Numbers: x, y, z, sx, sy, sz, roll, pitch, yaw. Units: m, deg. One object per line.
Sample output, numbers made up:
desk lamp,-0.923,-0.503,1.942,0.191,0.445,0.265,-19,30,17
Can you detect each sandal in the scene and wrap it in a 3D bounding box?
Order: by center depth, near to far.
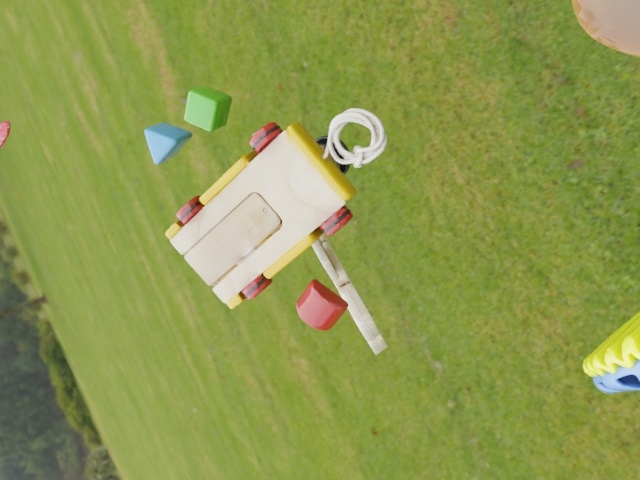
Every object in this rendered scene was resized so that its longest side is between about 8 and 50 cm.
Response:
sandal,0.380,0.125,0.753,0.138,0.126,0.317,51,165,8

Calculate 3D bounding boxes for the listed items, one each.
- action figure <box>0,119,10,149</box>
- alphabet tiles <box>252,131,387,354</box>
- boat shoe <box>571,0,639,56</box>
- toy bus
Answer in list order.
action figure,-0.201,-0.064,0.338,0.038,0.115,0.030,46,114,29
alphabet tiles,0.000,0.000,0.898,0.284,0.021,0.278,60,180,24
boat shoe,0.222,-0.135,0.354,0.207,0.073,0.073,12,137,55
toy bus,-0.033,-0.037,0.640,0.202,0.104,0.191,10,114,18
